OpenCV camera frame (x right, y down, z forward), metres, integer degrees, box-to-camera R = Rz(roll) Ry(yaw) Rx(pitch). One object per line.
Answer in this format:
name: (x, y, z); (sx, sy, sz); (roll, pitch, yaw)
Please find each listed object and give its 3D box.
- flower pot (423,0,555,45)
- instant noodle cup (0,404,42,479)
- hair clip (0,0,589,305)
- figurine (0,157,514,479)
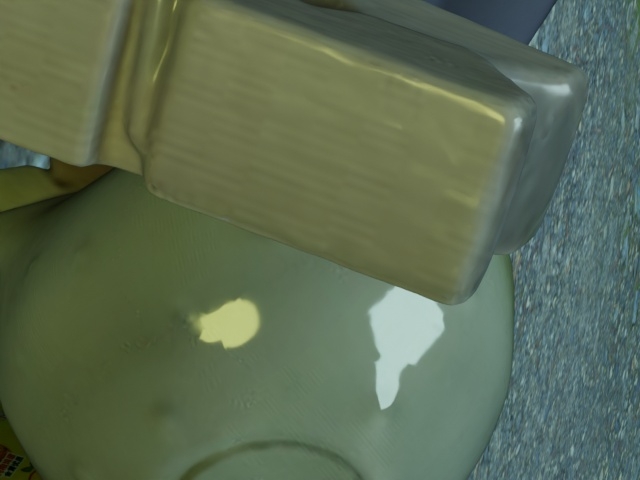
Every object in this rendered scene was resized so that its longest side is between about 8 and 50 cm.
flower pot: (0.056, -0.220, 1.052); (0.265, 0.265, 0.243); (-52, 158, -52)
instant noodle cup: (-0.130, 0.168, 0.869); (0.205, 0.153, 0.205); (13, 90, -72)
hair clip: (-0.086, -0.078, 0.579); (0.101, 0.331, 0.085); (-30, 139, -65)
figurine: (-0.074, -0.037, 0.825); (0.394, 0.275, 0.226); (-103, -169, -45)
